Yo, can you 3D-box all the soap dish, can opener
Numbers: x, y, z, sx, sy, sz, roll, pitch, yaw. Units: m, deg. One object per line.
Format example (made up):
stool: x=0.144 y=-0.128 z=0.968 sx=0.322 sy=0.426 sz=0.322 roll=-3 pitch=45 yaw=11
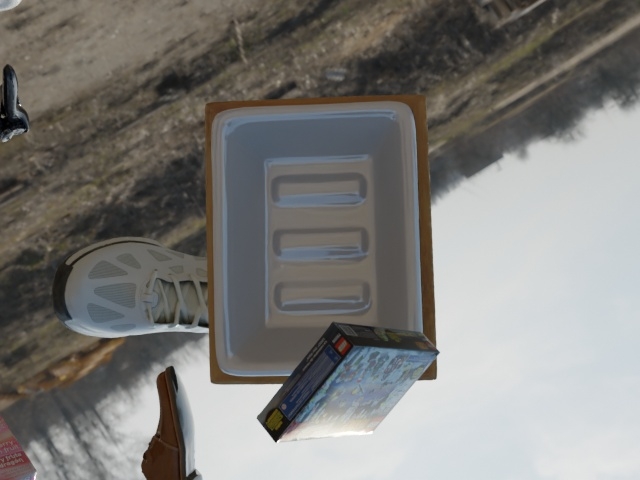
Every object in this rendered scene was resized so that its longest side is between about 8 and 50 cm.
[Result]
soap dish: x=0.000 y=0.000 z=0.836 sx=0.229 sy=0.290 sz=0.118 roll=-2 pitch=176 yaw=4
can opener: x=-0.429 y=-0.185 z=1.075 sx=0.059 sy=0.073 sz=0.186 roll=-28 pitch=177 yaw=-18

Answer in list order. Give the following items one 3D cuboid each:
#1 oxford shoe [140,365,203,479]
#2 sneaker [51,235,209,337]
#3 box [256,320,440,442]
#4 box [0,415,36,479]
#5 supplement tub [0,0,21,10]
oxford shoe: x=-0.203 y=0.273 z=1.059 sx=0.076 sy=0.212 sz=0.076 roll=-10 pitch=167 yaw=6
sneaker: x=-0.188 y=0.083 z=1.314 sx=0.258 sy=0.169 sz=0.448 roll=2 pitch=178 yaw=41
box: x=0.025 y=0.108 z=0.605 sx=0.094 sy=0.027 sz=0.137 roll=-53 pitch=148 yaw=15
box: x=-0.572 y=0.370 z=1.110 sx=0.300 sy=0.142 sz=0.154 roll=-11 pitch=132 yaw=-45
supplement tub: x=-0.247 y=-0.225 z=0.573 sx=0.071 sy=0.107 sz=0.071 roll=-2 pitch=172 yaw=0
